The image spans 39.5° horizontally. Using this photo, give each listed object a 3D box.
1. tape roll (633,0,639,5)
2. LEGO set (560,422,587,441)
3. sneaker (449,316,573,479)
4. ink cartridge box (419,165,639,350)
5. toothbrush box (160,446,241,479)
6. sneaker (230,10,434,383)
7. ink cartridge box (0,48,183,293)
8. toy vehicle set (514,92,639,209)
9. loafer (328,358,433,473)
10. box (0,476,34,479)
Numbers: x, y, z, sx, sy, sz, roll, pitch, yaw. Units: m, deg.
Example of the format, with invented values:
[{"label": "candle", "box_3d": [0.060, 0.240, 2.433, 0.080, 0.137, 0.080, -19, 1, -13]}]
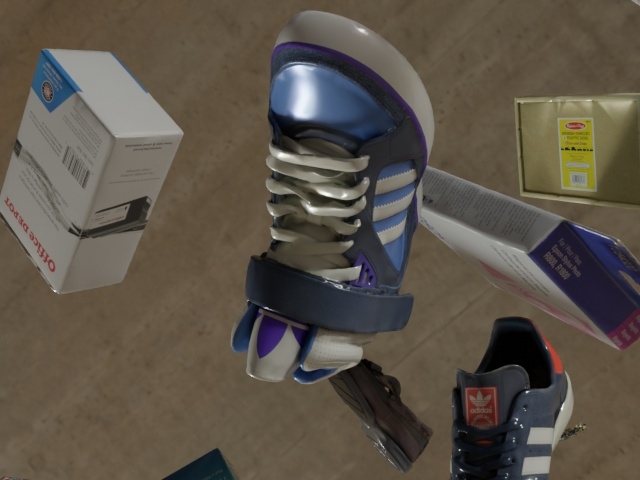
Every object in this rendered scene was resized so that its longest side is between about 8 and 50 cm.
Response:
[{"label": "tape roll", "box_3d": [0.410, -0.452, 1.297, 0.072, 0.392, 0.392, -52, 173, 28]}, {"label": "LEGO set", "box_3d": [0.410, 0.319, 1.462, 0.054, 0.023, 0.083, -25, 172, 3]}, {"label": "sneaker", "box_3d": [0.181, 0.223, 0.945, 0.131, 0.148, 0.350, -7, -144, 28]}, {"label": "ink cartridge box", "box_3d": [0.294, 0.037, 1.173, 0.330, 0.324, 0.071, 30, -95, 47]}, {"label": "toothbrush box", "box_3d": [-0.179, 0.516, 1.397, 0.216, 0.295, 0.126, -28, 154, -7]}, {"label": "sneaker", "box_3d": [0.000, 0.000, 0.739, 0.322, 0.130, 0.236, 70, 41, -60]}, {"label": "ink cartridge box", "box_3d": [-0.468, -0.135, 1.762, 0.166, 0.285, 0.394, -10, 138, -46]}, {"label": "toy vehicle set", "box_3d": [0.404, -0.141, 1.368, 0.035, 0.165, 0.267, -12, -167, -27]}, {"label": "loafer", "box_3d": [0.096, 0.255, 1.430, 0.095, 0.302, 0.109, -40, -142, -13]}, {"label": "box", "box_3d": [-0.454, 0.435, 1.429, 0.137, 0.093, 0.027, 3, -172, 14]}]
